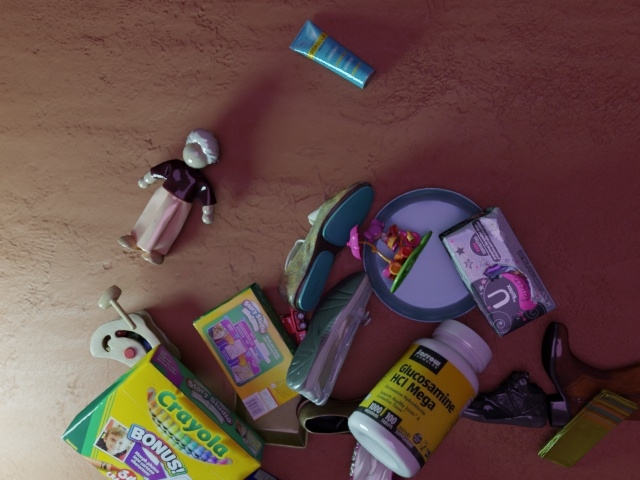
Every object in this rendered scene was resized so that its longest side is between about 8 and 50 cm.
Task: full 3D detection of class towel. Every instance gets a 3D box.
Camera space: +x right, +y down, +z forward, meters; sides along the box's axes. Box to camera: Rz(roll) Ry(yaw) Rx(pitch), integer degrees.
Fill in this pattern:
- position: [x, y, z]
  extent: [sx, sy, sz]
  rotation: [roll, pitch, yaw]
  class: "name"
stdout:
- position: [0.612, 0.438, 1.621]
  extent: [0.102, 0.021, 0.237]
  rotation: [26, 118, -15]
  class: "towel"

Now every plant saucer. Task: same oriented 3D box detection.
- position: [-0.117, 0.407, 1.742]
  extent: [0.189, 0.045, 0.188]
  rotation: [5, 94, 7]
  class: "plant saucer"
- position: [0.261, 0.034, 1.676]
  extent: [0.318, 0.044, 0.317]
  rotation: [1, 95, 6]
  class: "plant saucer"

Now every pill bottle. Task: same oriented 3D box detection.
- position: [0.232, 0.343, 1.583]
  extent: [0.188, 0.188, 0.334]
  rotation: [43, 70, 2]
  class: "pill bottle"

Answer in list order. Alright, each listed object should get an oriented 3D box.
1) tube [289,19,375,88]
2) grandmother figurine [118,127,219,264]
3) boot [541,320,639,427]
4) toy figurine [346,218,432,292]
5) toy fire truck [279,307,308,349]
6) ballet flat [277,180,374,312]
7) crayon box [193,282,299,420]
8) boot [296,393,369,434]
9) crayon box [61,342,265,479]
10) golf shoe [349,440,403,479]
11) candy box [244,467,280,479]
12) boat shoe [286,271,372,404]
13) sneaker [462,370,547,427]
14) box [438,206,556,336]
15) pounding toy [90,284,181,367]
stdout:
- position: [0.032, -0.435, 1.671]
  extent: [0.207, 0.052, 0.080]
  rotation: [35, 86, 9]
  class: "tube"
- position: [-0.344, -0.111, 1.708]
  extent: [0.208, 0.104, 0.342]
  rotation: [29, 99, -5]
  class: "grandmother figurine"
- position: [0.662, 0.303, 1.623]
  extent: [0.281, 0.096, 0.264]
  rotation: [-6, 93, 6]
  class: "boot"
- position: [0.145, 0.008, 1.621]
  extent: [0.159, 0.130, 0.173]
  rotation: [33, 75, 13]
  class: "toy figurine"
- position: [-0.098, 0.209, 1.725]
  extent: [0.135, 0.047, 0.192]
  rotation: [-13, 93, 8]
  class: "toy fire truck"
- position: [0.000, 0.000, 1.674]
  extent: [0.123, 0.123, 0.348]
  rotation: [28, 91, 4]
  class: "ballet flat"
- position: [-0.153, 0.261, 1.670]
  extent: [0.165, 0.081, 0.278]
  rotation: [-32, 91, 8]
  class: "crayon box"
- position: [0.100, 0.425, 1.670]
  extent: [0.306, 0.115, 0.112]
  rotation: [0, 93, -9]
  class: "boot"
- position: [-0.368, 0.475, 1.684]
  extent: [0.313, 0.106, 0.363]
  rotation: [-40, 103, 17]
  class: "crayon box"
- position: [0.131, 0.633, 1.699]
  extent: [0.140, 0.115, 0.306]
  rotation: [6, 96, 3]
  class: "golf shoe"
- position: [-0.214, 0.733, 1.663]
  extent: [0.122, 0.268, 0.317]
  rotation: [31, 97, 7]
  class: "candy box"
- position: [0.037, 0.218, 1.627]
  extent: [0.103, 0.118, 0.320]
  rotation: [40, 65, -26]
  class: "boat shoe"
- position: [0.420, 0.364, 1.661]
  extent: [0.228, 0.087, 0.130]
  rotation: [3, 92, 3]
  class: "sneaker"
- position: [0.383, 0.065, 1.560]
  extent: [0.142, 0.163, 0.247]
  rotation: [-31, 90, 6]
  class: "box"
- position: [-0.474, 0.256, 1.716]
  extent: [0.154, 0.155, 0.269]
  rotation: [-40, 89, 3]
  class: "pounding toy"
